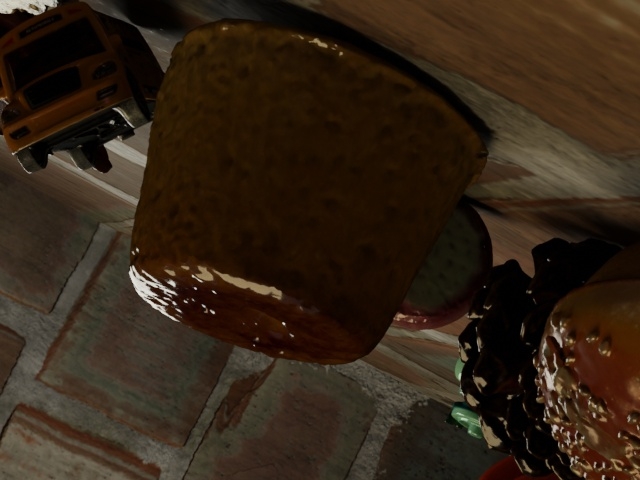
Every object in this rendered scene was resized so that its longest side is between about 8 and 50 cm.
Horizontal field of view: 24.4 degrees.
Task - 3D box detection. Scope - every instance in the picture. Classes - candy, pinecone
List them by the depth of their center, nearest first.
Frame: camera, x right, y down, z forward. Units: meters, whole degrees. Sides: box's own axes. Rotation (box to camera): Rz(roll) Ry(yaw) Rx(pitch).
[{"bbox_3d":[0.163,0.070,0.957,0.163,0.163,0.165,29,-170,-15],"label":"pinecone"},{"bbox_3d":[0.070,0.011,1.039,0.103,0.103,0.043,26,166,7],"label":"candy"}]

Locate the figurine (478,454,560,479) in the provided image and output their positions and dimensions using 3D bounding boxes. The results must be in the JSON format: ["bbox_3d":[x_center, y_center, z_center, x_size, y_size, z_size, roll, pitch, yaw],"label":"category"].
[{"bbox_3d":[0.306,0.261,1.258,0.306,0.241,0.412,20,-160,33],"label":"figurine"}]

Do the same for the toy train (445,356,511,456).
[{"bbox_3d":[0.242,0.179,1.579,0.203,0.112,0.163,31,165,-33],"label":"toy train"}]

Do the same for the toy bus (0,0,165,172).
[{"bbox_3d":[-0.149,-0.098,0.937,0.194,0.083,0.088,-47,-67,-85],"label":"toy bus"}]

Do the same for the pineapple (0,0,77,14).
[{"bbox_3d":[-0.229,-0.193,0.896,0.221,0.047,0.221,25,172,4],"label":"pineapple"}]

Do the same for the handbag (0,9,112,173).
[{"bbox_3d":[-0.306,-0.166,1.235,0.275,0.084,0.260,33,173,-37],"label":"handbag"}]

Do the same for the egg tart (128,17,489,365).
[{"bbox_3d":[-0.014,-0.017,0.853,0.202,0.147,0.202,15,161,5],"label":"egg tart"}]

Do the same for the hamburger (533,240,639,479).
[{"bbox_3d":[0.221,0.087,0.778,0.237,0.147,0.237,19,151,11],"label":"hamburger"}]
